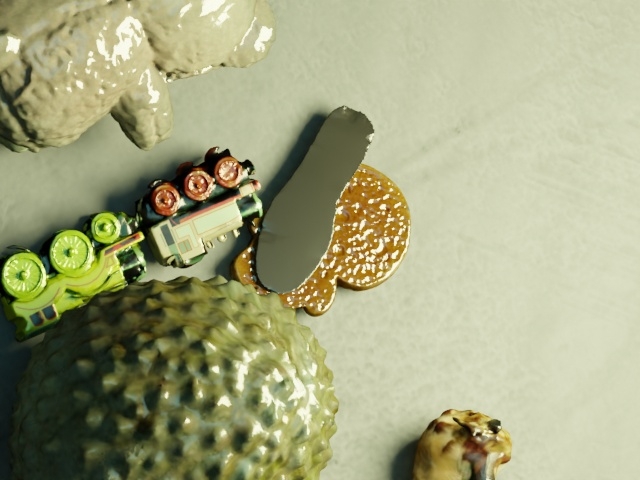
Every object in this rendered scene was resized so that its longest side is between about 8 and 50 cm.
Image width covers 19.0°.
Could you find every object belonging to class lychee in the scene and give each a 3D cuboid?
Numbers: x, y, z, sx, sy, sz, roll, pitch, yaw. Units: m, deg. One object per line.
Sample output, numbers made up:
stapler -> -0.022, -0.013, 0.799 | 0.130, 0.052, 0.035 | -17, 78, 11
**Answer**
lychee -> -0.115, 0.154, 1.509 | 0.255, 0.274, 0.255 | 24, 58, -44

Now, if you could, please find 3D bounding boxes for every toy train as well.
toy train -> -0.159, 0.000, 1.616 | 0.250, 0.053, 0.085 | -28, 95, -19

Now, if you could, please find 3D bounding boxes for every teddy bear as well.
teddy bear -> -0.182, -0.188, 1.585 | 0.267, 0.151, 0.236 | -33, 95, -20

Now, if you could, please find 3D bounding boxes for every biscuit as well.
biscuit -> 0.000, 0.000, 1.686 | 0.175, 0.026, 0.124 | -33, 87, -20

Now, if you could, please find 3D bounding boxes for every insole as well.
insole -> -0.006, -0.037, 1.675 | 0.064, 0.004, 0.188 | 30, 70, -7

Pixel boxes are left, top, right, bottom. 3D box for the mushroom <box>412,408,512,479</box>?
mushroom -> 0.150, 0.305, 1.614 | 0.267, 0.267, 0.254 | 47, 36, -7
